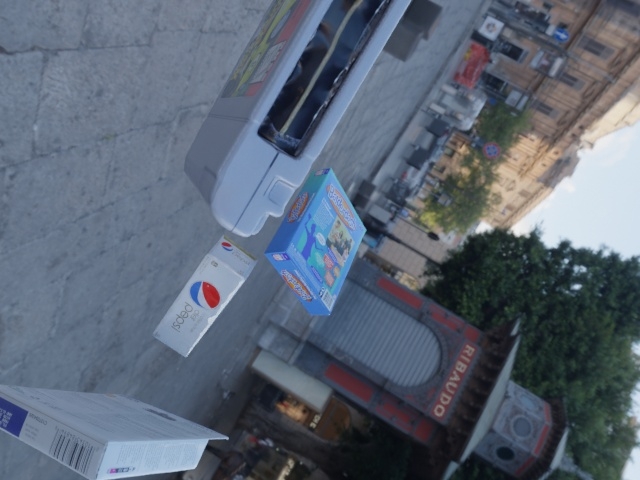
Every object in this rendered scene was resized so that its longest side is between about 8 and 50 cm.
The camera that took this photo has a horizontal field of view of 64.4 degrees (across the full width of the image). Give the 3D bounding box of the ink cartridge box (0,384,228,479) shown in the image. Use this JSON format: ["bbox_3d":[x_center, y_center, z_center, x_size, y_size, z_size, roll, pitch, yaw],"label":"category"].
[{"bbox_3d":[-0.397,0.356,0.963,0.330,0.324,0.071,39,64,-58],"label":"ink cartridge box"}]

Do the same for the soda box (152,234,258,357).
[{"bbox_3d":[-0.194,0.096,0.848,0.216,0.074,0.069,-50,-173,30],"label":"soda box"}]

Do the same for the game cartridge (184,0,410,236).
[{"bbox_3d":[-0.010,-0.153,0.380,0.294,0.060,0.196,-59,-160,2],"label":"game cartridge"}]

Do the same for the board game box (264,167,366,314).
[{"bbox_3d":[0.000,0.000,0.894,0.160,0.047,0.210,57,43,-33],"label":"board game box"}]
